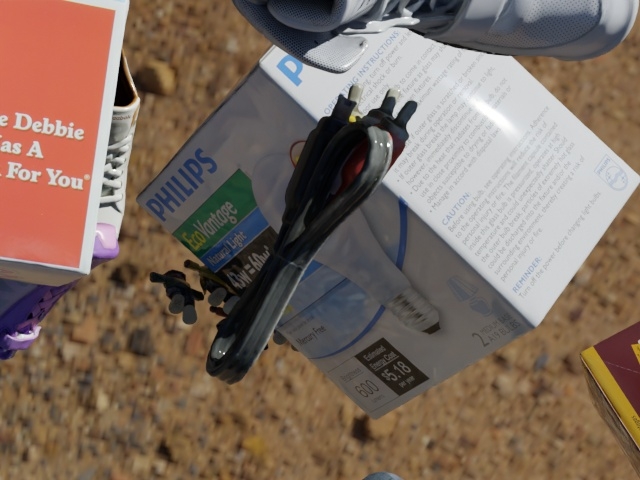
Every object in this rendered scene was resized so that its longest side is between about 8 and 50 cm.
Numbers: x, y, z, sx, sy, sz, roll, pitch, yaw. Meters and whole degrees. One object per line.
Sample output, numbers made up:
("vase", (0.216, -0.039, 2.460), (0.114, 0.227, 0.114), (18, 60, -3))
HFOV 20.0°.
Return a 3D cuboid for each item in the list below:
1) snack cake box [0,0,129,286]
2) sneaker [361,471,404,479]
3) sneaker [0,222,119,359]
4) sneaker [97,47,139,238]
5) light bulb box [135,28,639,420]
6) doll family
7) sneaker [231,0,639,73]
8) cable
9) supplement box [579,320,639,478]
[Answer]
("snack cake box", (-0.244, -0.071, 0.943), (0.264, 0.089, 0.152), (10, 81, -18))
("sneaker", (0.080, 0.351, 1.805), (0.110, 0.283, 0.122), (-9, 17, 12))
("sneaker", (-0.279, 0.052, 1.672), (0.095, 0.236, 0.104), (10, 63, -61))
("sneaker", (-0.270, -0.114, 2.147), (0.106, 0.290, 0.123), (-11, 14, -31))
("light bulb box", (0.058, -0.053, 1.858), (0.361, 0.358, 0.225), (42, 58, -4))
("doll family", (-0.093, 0.069, 2.000), (0.193, 0.076, 0.111), (35, 9, -21))
("sneaker", (0.074, -0.195, 1.388), (0.366, 0.137, 0.210), (17, 27, -6))
("cable", (0.000, 0.000, 1.515), (0.072, 0.139, 0.287), (21, 92, -27))
("supplement box", (0.451, 0.194, 2.219), (0.194, 0.129, 0.191), (-28, 55, -2))
